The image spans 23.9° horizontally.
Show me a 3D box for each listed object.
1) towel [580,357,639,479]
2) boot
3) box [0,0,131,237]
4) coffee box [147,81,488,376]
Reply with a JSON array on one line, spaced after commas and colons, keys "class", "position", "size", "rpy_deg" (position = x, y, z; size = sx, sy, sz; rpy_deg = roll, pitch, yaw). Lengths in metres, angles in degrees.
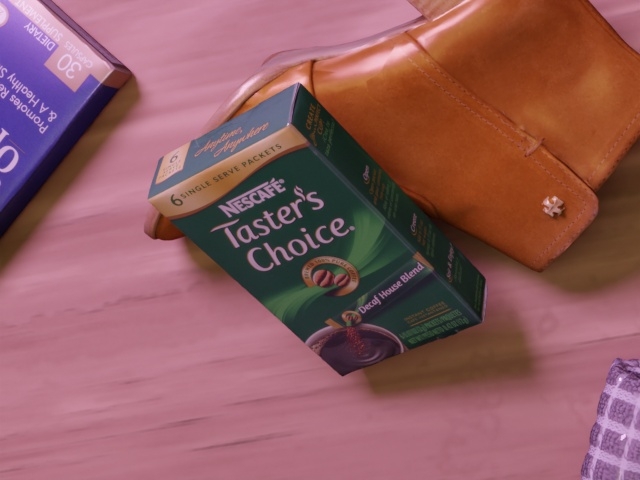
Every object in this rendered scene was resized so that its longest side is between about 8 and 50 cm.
[{"class": "towel", "position": [0.275, 0.206, 0.844], "size": [0.284, 0.121, 0.235], "rpy_deg": [12, 94, 14]}, {"class": "boot", "position": [0.049, -0.045, 0.912], "size": [0.211, 0.104, 0.295], "rpy_deg": [42, 113, -4]}, {"class": "box", "position": [-0.247, -0.069, 1.015], "size": [0.136, 0.036, 0.225], "rpy_deg": [41, 101, 10]}, {"class": "coffee box", "position": [0.000, 0.000, 0.883], "size": [0.113, 0.040, 0.184], "rpy_deg": [-24, 126, 31]}]
